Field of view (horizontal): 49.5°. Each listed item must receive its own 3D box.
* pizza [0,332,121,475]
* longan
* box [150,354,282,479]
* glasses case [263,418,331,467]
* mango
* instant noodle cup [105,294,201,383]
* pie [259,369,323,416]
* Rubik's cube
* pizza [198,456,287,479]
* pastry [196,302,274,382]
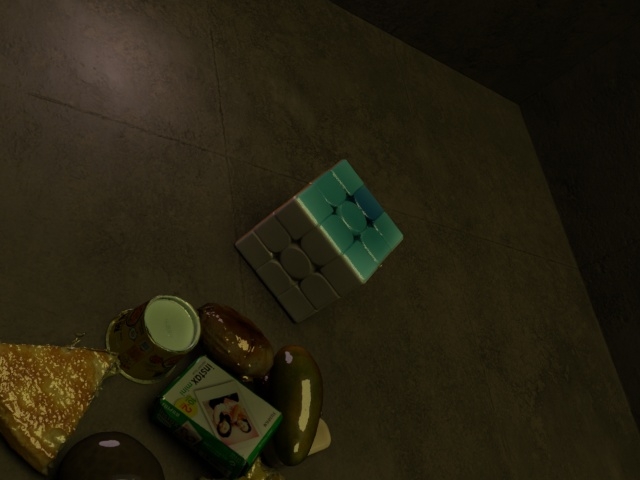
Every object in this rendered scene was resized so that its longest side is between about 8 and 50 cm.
[{"bbox_3d":[-0.513,0.297,1.375,0.287,0.075,0.280,-17,80,-52],"label":"pizza"},{"bbox_3d":[-0.389,0.464,1.291,0.198,0.198,0.212,0,48,-45],"label":"longan"},{"bbox_3d":[-0.227,0.387,1.521,0.250,0.103,0.180,36,38,6],"label":"box"},{"bbox_3d":[-0.057,0.496,1.709,0.196,0.050,0.083,-7,66,-47],"label":"glasses case"},{"bbox_3d":[-0.062,0.388,1.640,0.129,0.146,0.289,16,61,-21],"label":"mango"},{"bbox_3d":[-0.358,0.207,1.533,0.182,0.144,0.182,25,48,-31],"label":"instant noodle cup"},{"bbox_3d":[-0.085,0.397,1.734,0.191,0.033,0.088,37,51,7],"label":"pie"},{"bbox_3d":[0.000,0.000,1.930,0.290,0.291,0.291,52,40,-3],"label":"Rubik's cube"},{"bbox_3d":[-0.155,0.582,1.524,0.323,0.089,0.223,-23,84,-51],"label":"pizza"},{"bbox_3d":[-0.205,0.235,1.648,0.229,0.100,0.218,34,6,-17],"label":"pastry"}]
